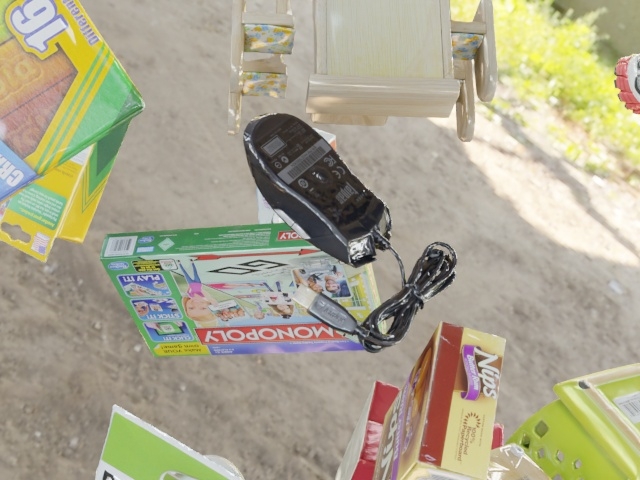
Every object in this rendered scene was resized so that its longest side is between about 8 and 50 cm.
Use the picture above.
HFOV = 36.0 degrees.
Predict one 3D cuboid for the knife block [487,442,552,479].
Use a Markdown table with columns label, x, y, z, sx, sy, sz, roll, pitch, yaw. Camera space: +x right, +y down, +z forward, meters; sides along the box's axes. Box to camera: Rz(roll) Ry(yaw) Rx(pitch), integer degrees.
| label | x | y | z | sx | sy | sz | roll | pitch | yaw |
| --- | --- | --- | --- | --- | --- | --- | --- | --- | --- |
| knife block | 0.142 | 0.322 | 0.904 | 0.088 | 0.242 | 0.276 | -3 | 38 | -49 |

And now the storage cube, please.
| label | x | y | z | sx | sy | sz | roll | pitch | yaw |
| --- | --- | --- | --- | --- | --- | --- | --- | --- | --- |
| storage cube | 0.124 | 0.341 | 1.336 | 0.193 | 0.215 | 0.183 | 20 | 29 | 0 |

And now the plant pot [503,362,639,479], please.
| label | x | y | z | sx | sy | sz | roll | pitch | yaw |
| --- | --- | --- | --- | --- | --- | --- | --- | --- | --- |
| plant pot | 0.457 | 0.326 | 1.530 | 0.228 | 0.207 | 0.227 | -7 | 43 | -33 |

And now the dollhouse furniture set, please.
| label | x | y | z | sx | sy | sz | roll | pitch | yaw |
| --- | --- | --- | --- | --- | --- | --- | --- | --- | --- |
| dollhouse furniture set | 0.058 | -0.219 | 1.312 | 0.362 | 0.394 | 0.256 | 2 | 70 | -4 |

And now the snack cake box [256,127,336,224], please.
| label | x | y | z | sx | sy | sz | roll | pitch | yaw |
| --- | --- | --- | --- | --- | --- | --- | --- | --- | --- |
| snack cake box | -0.042 | -0.067 | 1.879 | 0.089 | 0.264 | 0.152 | 21 | 42 | 28 |

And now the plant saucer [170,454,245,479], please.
| label | x | y | z | sx | sy | sz | roll | pitch | yaw |
| --- | --- | --- | --- | --- | --- | --- | --- | --- | --- |
| plant saucer | -0.231 | 0.541 | 1.571 | 0.100 | 0.400 | 0.400 | 40 | 21 | -26 |

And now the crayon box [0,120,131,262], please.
| label | x | y | z | sx | sy | sz | roll | pitch | yaw |
| --- | --- | --- | --- | --- | --- | --- | --- | --- | --- |
| crayon box | -0.522 | -0.133 | 1.930 | 0.203 | 0.323 | 0.083 | 23 | 1 | 28 |

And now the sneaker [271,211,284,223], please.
| label | x | y | z | sx | sy | sz | roll | pitch | yaw |
| --- | --- | --- | --- | --- | --- | --- | --- | --- | --- |
| sneaker | -0.053 | -0.025 | 1.365 | 0.040 | 0.043 | 0.109 | 16 | 4 | 5 |

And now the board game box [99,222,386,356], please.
| label | x | y | z | sx | sy | sz | roll | pitch | yaw |
| --- | --- | --- | --- | --- | --- | --- | --- | --- | --- |
| board game box | -0.089 | 0.065 | 1.233 | 0.317 | 0.213 | 0.046 | -4 | 48 | 12 |

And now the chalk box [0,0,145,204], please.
| label | x | y | z | sx | sy | sz | roll | pitch | yaw |
| --- | --- | --- | --- | --- | --- | --- | --- | --- | --- |
| chalk box | -0.223 | -0.073 | 0.521 | 0.132 | 0.213 | 0.132 | 57 | -8 | -22 |

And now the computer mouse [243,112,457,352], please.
| label | x | y | z | sx | sy | sz | roll | pitch | yaw |
| --- | --- | --- | --- | --- | --- | --- | --- | --- | --- |
| computer mouse | 0.000 | 0.000 | 0.974 | 0.262 | 0.060 | 0.184 | 40 | 47 | -1 |

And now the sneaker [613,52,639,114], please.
| label | x | y | z | sx | sy | sz | roll | pitch | yaw |
| --- | --- | --- | --- | --- | --- | --- | --- | --- | --- |
| sneaker | 0.435 | -0.160 | 1.070 | 0.225 | 0.093 | 0.088 | 7 | 76 | -23 |

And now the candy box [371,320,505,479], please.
| label | x | y | z | sx | sy | sz | roll | pitch | yaw |
| --- | --- | --- | --- | --- | --- | --- | --- | --- | --- |
| candy box | 0.081 | 0.152 | 0.737 | 0.053 | 0.186 | 0.109 | 15 | 57 | 0 |

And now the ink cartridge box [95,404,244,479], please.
| label | x | y | z | sx | sy | sz | roll | pitch | yaw |
| --- | --- | --- | --- | --- | --- | --- | --- | --- | --- |
| ink cartridge box | -0.081 | 0.237 | 0.746 | 0.189 | 0.255 | 0.097 | 28 | 32 | 12 |
